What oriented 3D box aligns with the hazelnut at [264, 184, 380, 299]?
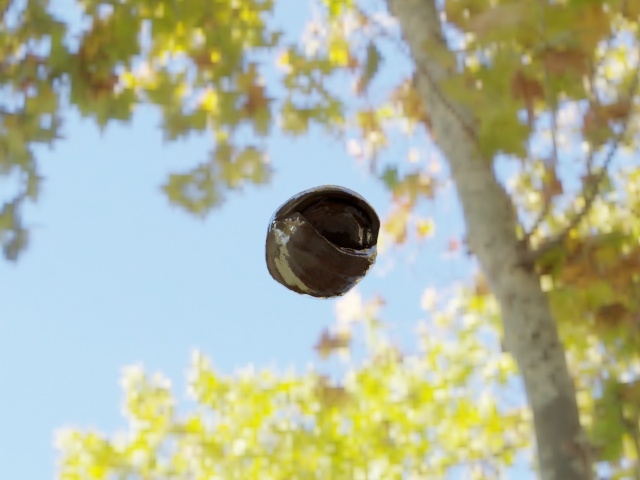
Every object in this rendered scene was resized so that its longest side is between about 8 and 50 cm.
[{"bbox_3d":[0.000,0.000,1.327,0.086,0.086,0.086,-1,-43,-1],"label":"hazelnut"}]
